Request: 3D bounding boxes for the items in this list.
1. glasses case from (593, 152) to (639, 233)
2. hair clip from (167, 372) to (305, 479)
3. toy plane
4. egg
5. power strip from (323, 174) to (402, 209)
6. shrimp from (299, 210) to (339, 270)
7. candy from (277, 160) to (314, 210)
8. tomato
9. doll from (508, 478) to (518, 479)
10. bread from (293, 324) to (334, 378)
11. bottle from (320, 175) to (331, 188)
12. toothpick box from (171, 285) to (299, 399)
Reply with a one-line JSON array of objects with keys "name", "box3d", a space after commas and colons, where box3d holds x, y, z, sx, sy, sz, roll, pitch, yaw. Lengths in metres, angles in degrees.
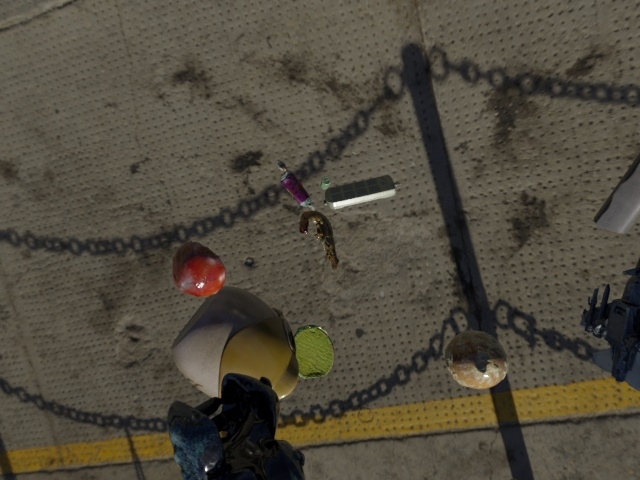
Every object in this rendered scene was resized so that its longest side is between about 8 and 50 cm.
[{"name": "glasses case", "box3d": [0.631, -0.096, 0.931, 0.072, 0.042, 0.191, 20, 138, 12]}, {"name": "hair clip", "box3d": [-0.121, 0.346, 0.621, 0.206, 0.194, 0.310, 32, 122, 28]}, {"name": "toy plane", "box3d": [0.428, 0.106, 0.644, 0.082, 0.160, 0.234, -14, 109, -13]}, {"name": "egg", "box3d": [0.538, 0.414, 1.604, 0.203, 0.245, 0.203, 1, 87, -9]}, {"name": "power strip", "box3d": [0.118, -0.138, 1.295, 0.227, 0.080, 0.029, -13, 128, 1]}, {"name": "shrimp", "box3d": [0.000, 0.000, 0.893, 0.025, 0.091, 0.127, -30, 74, 35]}, {"name": "candy", "box3d": [-0.069, -0.144, 1.278, 0.043, 0.045, 0.175, -34, 112, 9]}, {"name": "tomato", "box3d": [-0.393, 0.099, 1.426, 0.189, 0.099, 0.173, 27, 125, 10]}, {"name": "doll", "box3d": [0.552, 0.730, 1.282, 0.084, 0.127, 0.073, 12, 115, -18]}, {"name": "bread", "box3d": [-0.039, 0.469, 1.948, 0.033, 0.228, 0.228, -23, 94, 51]}, {"name": "bottle", "box3d": [0.016, -0.193, 1.562, 0.030, 0.083, 0.030, 1, 84, -5]}, {"name": "toothpick box", "box3d": [-0.302, 0.410, 1.766, 0.425, 0.409, 0.409, 41, 105, -11]}]
